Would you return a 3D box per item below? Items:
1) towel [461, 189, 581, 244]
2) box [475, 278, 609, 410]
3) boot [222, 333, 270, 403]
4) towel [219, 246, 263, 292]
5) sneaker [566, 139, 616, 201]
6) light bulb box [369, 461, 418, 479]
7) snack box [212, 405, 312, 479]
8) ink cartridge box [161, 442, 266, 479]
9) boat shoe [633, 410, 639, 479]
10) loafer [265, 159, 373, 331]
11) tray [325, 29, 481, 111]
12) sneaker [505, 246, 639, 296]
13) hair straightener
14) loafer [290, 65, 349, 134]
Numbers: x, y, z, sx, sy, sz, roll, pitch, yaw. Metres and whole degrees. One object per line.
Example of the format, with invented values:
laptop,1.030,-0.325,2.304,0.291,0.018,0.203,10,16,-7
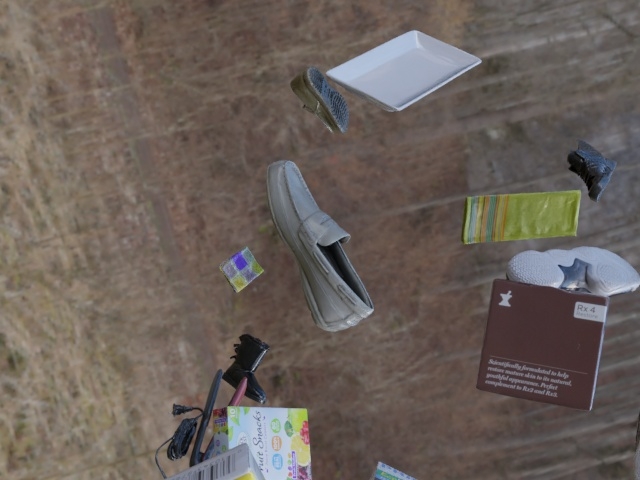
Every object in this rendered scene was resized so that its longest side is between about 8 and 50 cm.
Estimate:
towel,0.396,-0.046,1.791,0.021,0.237,0.102,-108,-164,-62
box,0.340,0.163,1.384,0.203,0.168,0.167,33,67,-71
boot,-0.125,0.235,1.678,0.121,0.099,0.045,27,-4,42
towel,-0.143,0.052,1.641,0.009,0.083,0.060,-25,-80,46
sneaker,0.488,-0.131,1.667,0.170,0.089,0.051,-46,159,-52
light bulb box,0.196,0.716,1.880,0.225,0.358,0.361,-7,121,-83
snack box,-0.076,0.273,1.204,0.037,0.141,0.100,-22,-115,42
ink cartridge box,-0.149,0.404,0.950,0.072,0.304,0.307,-112,177,-75
boat shoe,0.676,0.408,1.758,0.340,0.127,0.158,-64,148,-41
loafer,0.000,0.000,1.593,0.112,0.111,0.319,-20,87,-63
tray,0.140,-0.275,1.494,0.145,0.270,0.030,30,-49,25
sneaker,0.434,0.095,1.635,0.101,0.269,0.153,-109,-152,-43
hair straightener,-0.184,0.276,1.322,0.230,0.089,0.047,-66,176,-46
loafer,0.000,-0.231,1.504,0.148,0.050,0.056,52,44,-42
